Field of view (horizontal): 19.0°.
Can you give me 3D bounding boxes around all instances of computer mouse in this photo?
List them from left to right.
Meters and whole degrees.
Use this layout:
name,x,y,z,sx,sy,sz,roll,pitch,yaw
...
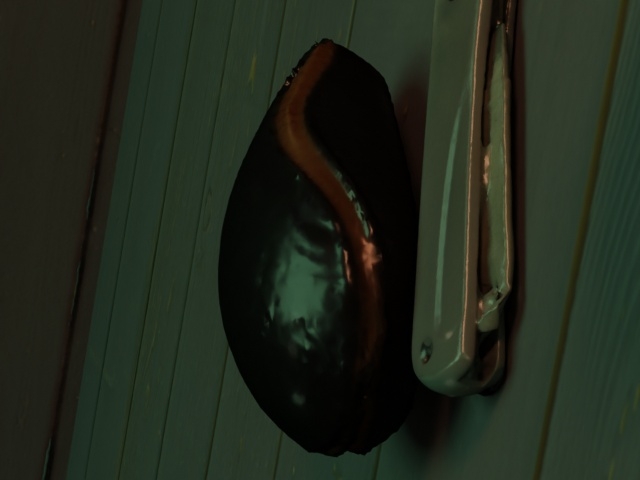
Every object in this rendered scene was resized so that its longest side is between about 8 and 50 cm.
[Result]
name,x,y,z,sx,sy,sz,roll,pitch,yaw
computer mouse,-0.005,0.000,1.187,0.323,0.116,0.183,-97,15,-59

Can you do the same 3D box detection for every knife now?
name,x,y,z,sx,sy,sz,roll,pitch,yaw
knife,0.085,-0.044,1.060,0.073,0.040,0.266,143,134,-60
